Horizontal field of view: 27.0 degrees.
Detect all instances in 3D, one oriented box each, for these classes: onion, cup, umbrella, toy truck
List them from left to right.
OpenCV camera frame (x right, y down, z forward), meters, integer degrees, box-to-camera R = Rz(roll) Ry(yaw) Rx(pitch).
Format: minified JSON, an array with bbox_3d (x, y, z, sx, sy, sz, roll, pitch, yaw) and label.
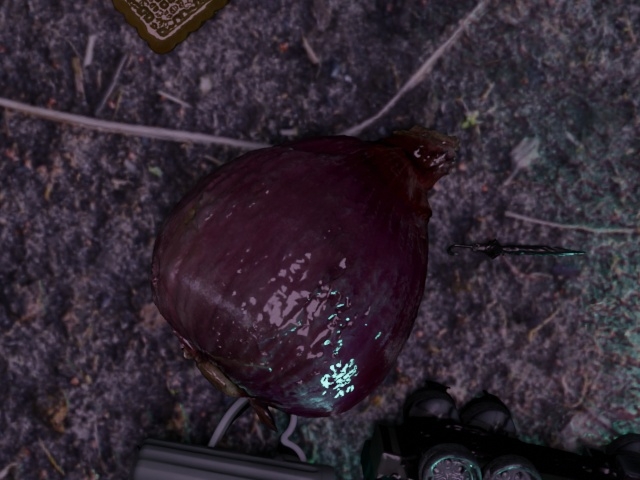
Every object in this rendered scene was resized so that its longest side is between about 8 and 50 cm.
[{"bbox_3d":[-0.096,0.271,1.347,0.202,0.221,0.167,13,131,-4],"label":"cup"},{"bbox_3d":[0.000,0.000,1.275,0.267,0.159,0.348,40,86,4],"label":"onion"},{"bbox_3d":[0.198,0.271,1.355,0.364,0.176,0.178,10,106,-6],"label":"toy truck"},{"bbox_3d":[0.206,0.009,1.383,0.149,0.022,0.022,-1,141,-5],"label":"umbrella"}]

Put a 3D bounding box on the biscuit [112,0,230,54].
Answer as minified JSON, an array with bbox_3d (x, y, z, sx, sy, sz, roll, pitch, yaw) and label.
[{"bbox_3d":[-0.115,-0.321,1.301,0.254,0.029,0.172,-41,99,1],"label":"biscuit"}]
